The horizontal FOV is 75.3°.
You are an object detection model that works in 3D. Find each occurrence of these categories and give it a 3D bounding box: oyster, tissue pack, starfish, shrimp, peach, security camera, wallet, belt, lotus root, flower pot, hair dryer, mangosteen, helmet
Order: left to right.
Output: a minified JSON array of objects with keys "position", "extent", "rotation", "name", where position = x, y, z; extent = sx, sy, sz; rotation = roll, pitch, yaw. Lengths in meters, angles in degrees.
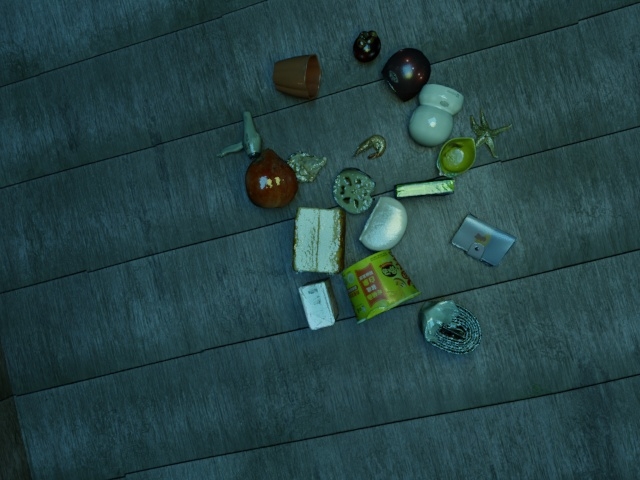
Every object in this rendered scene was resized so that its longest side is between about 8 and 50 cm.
[{"position":[-0.366,-0.482,1.904],"extent":[0.224,0.088,0.219],"rotation":[6,83,21],"name":"hair dryer"},{"position":[-0.217,-0.270,1.801],"extent":[0.232,0.232,0.257],"rotation":[7,108,6],"name":"peach"},{"position":[-0.109,-0.719,1.819],"extent":[0.173,0.190,0.191],"rotation":[9,91,16],"name":"flower pot"},{"position":[-0.067,-0.338,1.859],"extent":[0.191,0.081,0.163],"rotation":[-30,82,2],"name":"oyster"},{"position":[-0.003,0.265,1.773],"extent":[0.124,0.225,0.185],"rotation":[-14,88,6],"name":"tissue pack"},{"position":[0.157,-0.220,1.835],"extent":[0.203,0.078,0.183],"rotation":[42,108,12],"name":"lotus root"},{"position":[0.200,-0.850,1.800],"extent":[0.140,0.140,0.140],"rotation":[0,90,6],"name":"mangosteen"},{"position":[0.222,-0.404,1.852],"extent":[0.162,0.045,0.095],"rotation":[-35,107,0],"name":"shrimp"},{"position":[0.368,-0.714,1.770],"extent":[0.216,0.193,0.189],"rotation":[-33,84,-24],"name":"helmet"},{"position":[0.432,-0.217,1.756],"extent":[0.235,0.173,0.073],"rotation":[-4,96,5],"name":"tissue pack"},{"position":[0.477,-0.511,1.746],"extent":[0.194,0.194,0.236],"rotation":[19,98,6],"name":"security camera"},{"position":[0.541,0.362,1.753],"extent":[0.257,0.150,0.207],"rotation":[27,84,5],"name":"belt"},{"position":[0.693,0.000,1.779],"extent":[0.231,0.069,0.170],"rotation":[29,110,9],"name":"wallet"},{"position":[0.723,-0.462,1.794],"extent":[0.216,0.050,0.224],"rotation":[-25,92,-2],"name":"starfish"}]

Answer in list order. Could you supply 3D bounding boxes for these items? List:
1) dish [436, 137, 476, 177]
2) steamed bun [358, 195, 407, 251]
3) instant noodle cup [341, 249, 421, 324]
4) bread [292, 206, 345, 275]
[{"position":[0.576,-0.354,1.787],"extent":[0.149,0.080,0.208],"rotation":[45,93,1],"name":"dish"},{"position":[0.282,-0.056,1.782],"extent":[0.164,0.146,0.242],"rotation":[26,91,9],"name":"steamed bun"},{"position":[0.235,0.188,1.725],"extent":[0.311,0.311,0.222],"rotation":[-28,77,5],"name":"instant noodle cup"},{"position":[0.000,0.000,1.749],"extent":[0.207,0.279,0.279],"rotation":[1,93,7],"name":"bread"}]
